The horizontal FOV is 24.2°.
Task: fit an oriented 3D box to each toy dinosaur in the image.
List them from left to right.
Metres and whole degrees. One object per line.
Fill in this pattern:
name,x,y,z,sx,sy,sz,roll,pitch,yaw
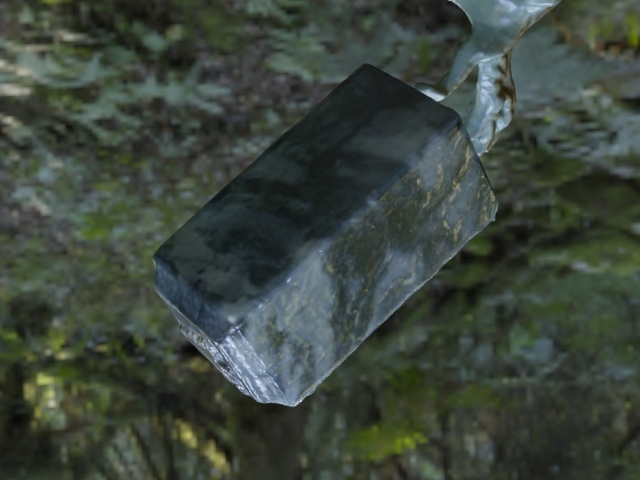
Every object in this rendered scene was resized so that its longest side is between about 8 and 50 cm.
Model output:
toy dinosaur,0.116,-0.225,0.932,0.205,0.393,0.092,1,-149,-39

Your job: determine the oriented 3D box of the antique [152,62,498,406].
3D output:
antique,0.000,0.000,0.834,0.183,0.088,0.086,-42,-133,-13
